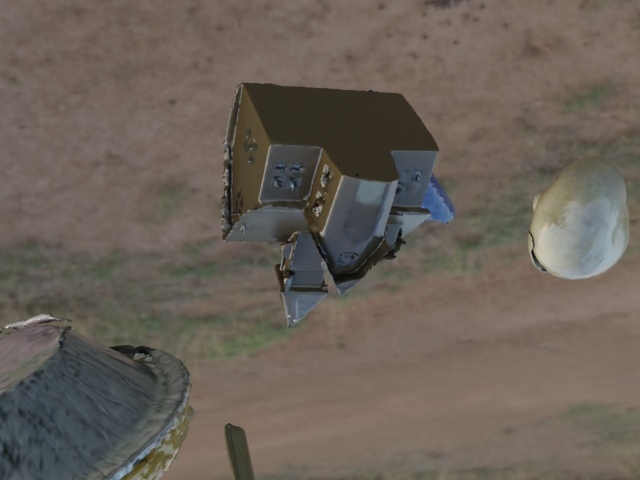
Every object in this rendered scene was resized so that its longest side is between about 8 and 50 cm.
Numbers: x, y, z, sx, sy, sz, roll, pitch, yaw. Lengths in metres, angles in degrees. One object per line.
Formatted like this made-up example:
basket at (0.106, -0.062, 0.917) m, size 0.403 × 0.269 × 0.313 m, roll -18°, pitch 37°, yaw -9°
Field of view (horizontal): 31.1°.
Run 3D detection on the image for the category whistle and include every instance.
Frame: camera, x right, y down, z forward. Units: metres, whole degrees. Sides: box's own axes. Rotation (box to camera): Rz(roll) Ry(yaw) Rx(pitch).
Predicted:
whistle at (0.138, -0.124, 1.856) m, size 0.062 × 0.062 × 0.304 m, roll -15°, pitch 141°, yaw 22°

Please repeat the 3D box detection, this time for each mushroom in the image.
mushroom at (0.307, -0.028, 1.382) m, size 0.154 × 0.154 × 0.122 m, roll 12°, pitch -169°, yaw -46°

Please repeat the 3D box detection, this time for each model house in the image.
model house at (0.000, 0.000, 1.095) m, size 0.181 × 0.176 × 0.248 m, roll 0°, pitch 127°, yaw -17°

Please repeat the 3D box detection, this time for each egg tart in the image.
egg tart at (-0.188, 0.114, 0.667) m, size 0.234 × 0.094 × 0.234 m, roll -19°, pitch -162°, yaw 7°

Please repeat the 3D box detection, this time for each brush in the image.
brush at (-0.068, 0.325, 1.311) m, size 0.036 × 0.248 × 0.043 m, roll -19°, pitch 151°, yaw 10°
